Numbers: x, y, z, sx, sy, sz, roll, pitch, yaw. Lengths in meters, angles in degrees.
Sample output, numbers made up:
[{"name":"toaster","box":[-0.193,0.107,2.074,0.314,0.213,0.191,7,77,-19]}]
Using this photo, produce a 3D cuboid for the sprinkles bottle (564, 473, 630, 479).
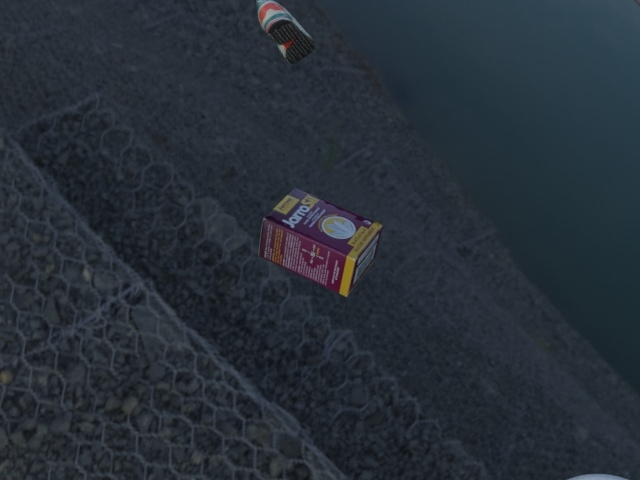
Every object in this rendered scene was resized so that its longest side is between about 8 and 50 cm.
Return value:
[{"name":"sprinkles bottle","box":[0.275,0.306,0.748,0.355,0.121,0.121,47,26,-51]}]

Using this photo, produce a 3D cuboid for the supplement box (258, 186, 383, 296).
[{"name":"supplement box","box":[0.000,0.000,0.688,0.083,0.043,0.055,24,42,15]}]

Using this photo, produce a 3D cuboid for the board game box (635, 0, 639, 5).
[{"name":"board game box","box":[0.308,-0.429,0.959,0.318,0.066,0.319,49,10,5]}]

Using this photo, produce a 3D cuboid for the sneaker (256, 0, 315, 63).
[{"name":"sneaker","box":[-0.059,-0.345,1.377,0.075,0.057,0.161,62,11,15]}]
